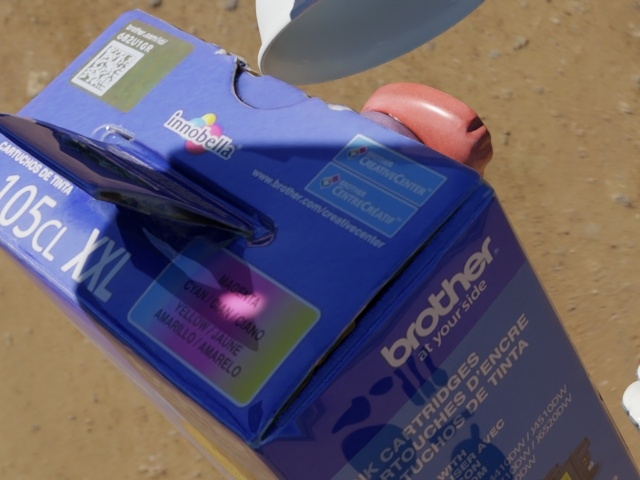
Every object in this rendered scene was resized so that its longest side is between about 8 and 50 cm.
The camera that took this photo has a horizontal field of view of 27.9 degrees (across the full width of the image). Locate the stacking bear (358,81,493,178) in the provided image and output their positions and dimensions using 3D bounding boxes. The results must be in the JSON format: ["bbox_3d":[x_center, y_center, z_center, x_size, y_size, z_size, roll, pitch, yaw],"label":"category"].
[{"bbox_3d":[0.000,0.000,1.139,0.289,0.175,0.164,-38,50,-22],"label":"stacking bear"}]

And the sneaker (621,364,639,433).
[{"bbox_3d":[0.339,0.129,1.100,0.110,0.275,0.107,-38,83,18],"label":"sneaker"}]

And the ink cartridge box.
[{"bbox_3d":[-0.009,0.051,0.659,0.151,0.395,0.270,-46,46,-14],"label":"ink cartridge box"}]

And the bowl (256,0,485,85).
[{"bbox_3d":[0.047,-0.296,1.389,0.298,0.298,0.134,-29,79,23],"label":"bowl"}]
